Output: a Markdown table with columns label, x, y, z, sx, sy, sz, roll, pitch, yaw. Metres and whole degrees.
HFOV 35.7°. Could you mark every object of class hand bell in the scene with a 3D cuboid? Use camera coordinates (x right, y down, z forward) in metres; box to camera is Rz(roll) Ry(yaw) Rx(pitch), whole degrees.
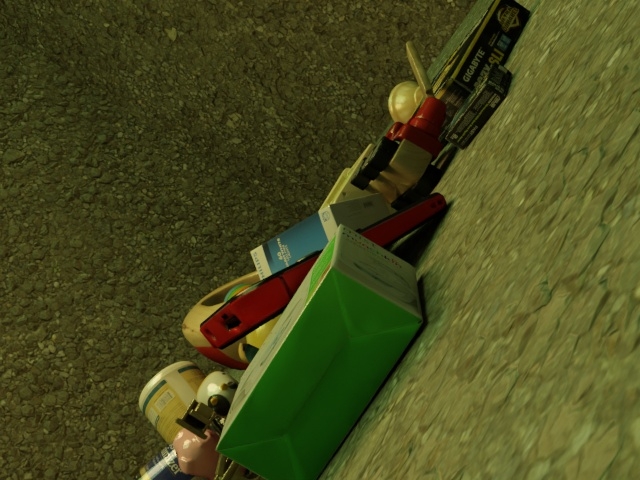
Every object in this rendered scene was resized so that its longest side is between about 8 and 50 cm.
| label | x | y | z | sx | sy | sz | roll | pitch | yaw |
| --- | --- | --- | --- | --- | --- | --- | --- | --- | --- |
| hand bell | 0.266 | -0.340 | 2.297 | 0.126 | 0.126 | 0.242 | -58 | 15 | -19 |

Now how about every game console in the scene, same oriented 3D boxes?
| label | x | y | z | sx | sy | sz | roll | pitch | yaw |
| --- | --- | --- | --- | --- | --- | --- | --- | --- | --- |
| game console | -0.011 | 0.049 | 1.529 | 0.342 | 0.060 | 0.386 | -32 | -2 | -20 |

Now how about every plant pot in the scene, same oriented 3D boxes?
| label | x | y | z | sx | sy | sz | roll | pitch | yaw |
| --- | --- | --- | --- | --- | --- | --- | --- | --- | --- |
| plant pot | -0.072 | 0.209 | 1.819 | 0.134 | 0.134 | 0.095 | 127 | 150 | -50 |

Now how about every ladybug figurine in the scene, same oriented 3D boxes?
| label | x | y | z | sx | sy | sz | roll | pitch | yaw |
| --- | --- | --- | --- | --- | --- | --- | --- | --- | --- |
| ladybug figurine | -0.131 | 0.165 | 2.090 | 0.305 | 0.161 | 0.449 | -26 | 7 | -12 |

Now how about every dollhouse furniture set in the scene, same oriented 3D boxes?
| label | x | y | z | sx | sy | sz | roll | pitch | yaw |
| --- | --- | --- | --- | --- | --- | --- | --- | --- | --- |
| dollhouse furniture set | -0.151 | 0.316 | 1.477 | 0.101 | 0.161 | 0.182 | -58 | 2 | -14 |

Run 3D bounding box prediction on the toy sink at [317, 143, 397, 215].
| label | x | y | z | sx | sy | sz | roll | pitch | yaw |
| --- | --- | --- | --- | --- | --- | --- | --- | --- | --- |
| toy sink | 0.080 | -0.069 | 1.989 | 0.152 | 0.131 | 0.234 | -58 | 3 | -19 |

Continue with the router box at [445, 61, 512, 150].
| label | x | y | z | sx | sy | sz | roll | pitch | yaw |
| --- | --- | --- | --- | --- | --- | --- | --- | --- | --- |
| router box | 0.256 | -0.217 | 1.604 | 0.122 | 0.038 | 0.092 | -55 | 5 | 36 |

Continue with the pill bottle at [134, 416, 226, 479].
| label | x | y | z | sx | sy | sz | roll | pitch | yaw |
| --- | --- | --- | --- | --- | --- | --- | --- | --- | --- |
| pill bottle | -0.208 | 0.387 | 1.748 | 0.219 | 0.123 | 0.123 | -42 | 1 | -7 |

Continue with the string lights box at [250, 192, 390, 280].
| label | x | y | z | sx | sy | sz | roll | pitch | yaw |
| --- | --- | --- | --- | --- | --- | --- | --- | --- | --- |
| string lights box | 0.000 | 0.000 | 1.824 | 0.133 | 0.076 | 0.260 | -15 | -10 | -40 |

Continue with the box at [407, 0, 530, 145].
| label | x | y | z | sx | sy | sz | roll | pitch | yaw |
| --- | --- | --- | --- | --- | --- | --- | --- | --- | --- |
| box | 0.263 | -0.294 | 1.932 | 0.257 | 0.079 | 0.322 | -57 | 3 | -30 |

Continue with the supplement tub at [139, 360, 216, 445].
| label | x | y | z | sx | sy | sz | roll | pitch | yaw |
| --- | --- | --- | --- | --- | --- | --- | --- | --- | --- |
| supplement tub | -0.251 | 0.354 | 1.976 | 0.144 | 0.199 | 0.144 | -35 | -27 | -20 |

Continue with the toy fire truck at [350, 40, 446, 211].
| label | x | y | z | sx | sy | sz | roll | pitch | yaw |
| --- | --- | --- | --- | --- | --- | --- | --- | --- | --- |
| toy fire truck | 0.157 | -0.203 | 1.782 | 0.246 | 0.159 | 0.217 | -61 | 4 | -14 |

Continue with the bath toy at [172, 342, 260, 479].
| label | x | y | z | sx | sy | sz | roll | pitch | yaw |
| --- | --- | --- | --- | --- | --- | --- | --- | --- | --- |
| bath toy | -0.171 | 0.341 | 1.630 | 0.348 | 0.151 | 0.129 | -60 | -6 | -9 |

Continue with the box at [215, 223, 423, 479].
| label | x | y | z | sx | sy | sz | roll | pitch | yaw |
| --- | --- | --- | --- | --- | --- | --- | --- | --- | --- |
| box | 0.005 | 0.138 | 1.210 | 0.262 | 0.127 | 0.231 | -58 | 5 | 14 |
